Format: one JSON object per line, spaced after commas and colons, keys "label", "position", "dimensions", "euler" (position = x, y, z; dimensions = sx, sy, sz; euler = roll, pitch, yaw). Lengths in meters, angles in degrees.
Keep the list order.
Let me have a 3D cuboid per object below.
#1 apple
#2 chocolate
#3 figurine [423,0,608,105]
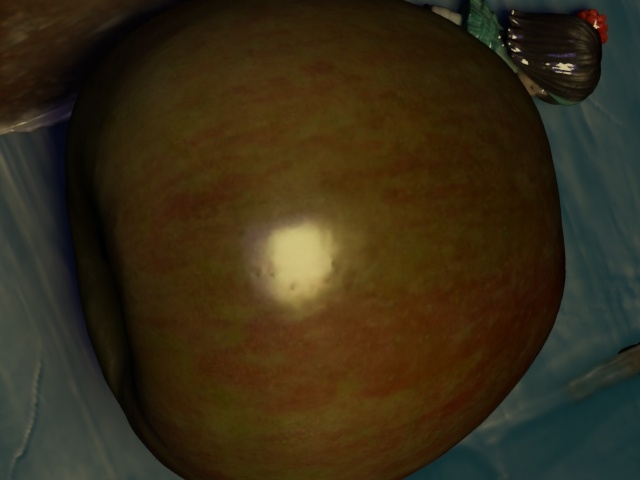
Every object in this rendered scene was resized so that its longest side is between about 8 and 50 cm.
{"label": "apple", "position": [0.000, 0.000, 0.941], "dimensions": [0.234, 0.257, 0.257], "euler": [-8, 98, -16]}
{"label": "chocolate", "position": [-0.106, -0.150, 0.950], "dimensions": [0.254, 0.157, 0.080], "euler": [-27, 67, 11]}
{"label": "figurine", "position": [0.106, -0.109, 1.060], "dimensions": [0.106, 0.047, 0.060], "euler": [11, 59, -6]}
